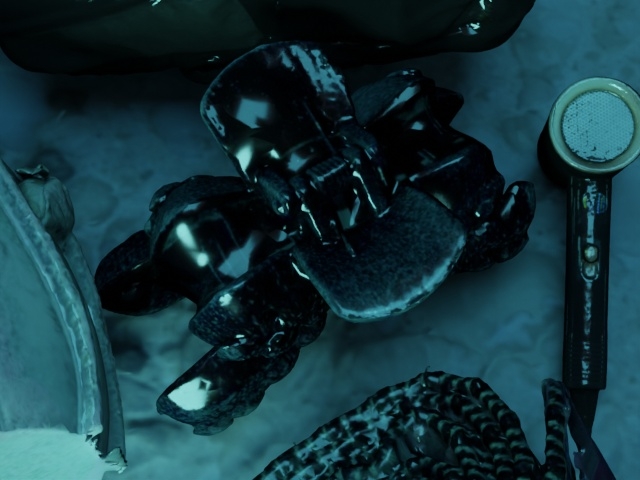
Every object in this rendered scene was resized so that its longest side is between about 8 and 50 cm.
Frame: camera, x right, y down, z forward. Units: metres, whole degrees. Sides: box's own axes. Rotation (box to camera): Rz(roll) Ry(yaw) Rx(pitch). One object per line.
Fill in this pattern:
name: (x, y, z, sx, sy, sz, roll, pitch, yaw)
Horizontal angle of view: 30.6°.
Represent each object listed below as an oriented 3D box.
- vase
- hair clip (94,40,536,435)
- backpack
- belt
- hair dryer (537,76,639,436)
vase: (-0.291, -0.011, 0.768, 0.249, 0.250, 0.445, -21, 61, -11)
hair clip: (0.003, -0.004, 0.790, 0.310, 0.206, 0.194, -31, 71, -14)
backpack: (-0.075, -0.264, 0.862, 0.445, 0.255, 0.363, -11, 39, 4)
belt: (0.047, 0.226, 0.708, 0.206, 0.161, 0.295, 12, 50, 36)
hair dryer: (0.193, 0.016, 0.865, 0.069, 0.128, 0.256, 3, 88, 6)
